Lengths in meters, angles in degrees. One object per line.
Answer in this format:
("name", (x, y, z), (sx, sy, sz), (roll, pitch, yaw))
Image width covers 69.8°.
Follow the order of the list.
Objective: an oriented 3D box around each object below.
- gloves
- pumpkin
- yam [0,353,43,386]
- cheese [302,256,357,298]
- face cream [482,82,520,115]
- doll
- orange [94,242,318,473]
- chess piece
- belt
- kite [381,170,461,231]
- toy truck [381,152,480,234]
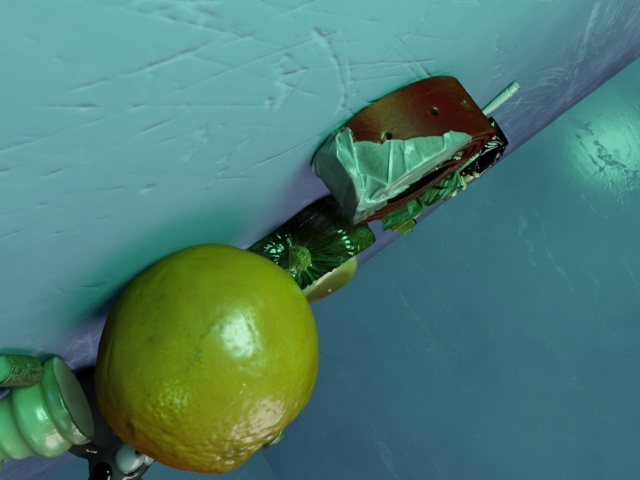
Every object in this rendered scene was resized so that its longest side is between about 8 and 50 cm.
("gloves", (0.380, -0.204, 1.175), (0.203, 0.124, 0.164), (-37, 152, 20))
("pumpkin", (-0.002, 0.001, 0.879), (0.248, 0.131, 0.126), (-33, 180, -38))
("yam", (-0.396, 0.169, 0.595), (0.043, 0.043, 0.094), (-32, 169, -14))
("cheese", (-0.016, 0.114, 1.377), (0.316, 0.128, 0.259), (-44, 165, 35))
("face cream", (0.394, -0.308, 1.028), (0.038, 0.020, 0.115), (-26, 170, -46))
("doll", (-0.403, 0.362, 0.868), (0.117, 0.257, 0.182), (-44, 169, 9))
("orange", (-0.149, 0.160, 0.644), (0.312, 0.312, 0.312), (-34, 171, -6))
("chess piece", (-0.481, 0.288, 0.657), (0.251, 0.145, 0.144), (-24, 167, -21))
("belt", (0.126, -0.129, 0.702), (0.323, 0.115, 0.227), (-26, 166, -40))
("kite", (0.176, -0.110, 0.893), (0.250, 0.012, 0.229), (13, -115, 54))
("toy truck", (0.233, -0.128, 1.000), (0.257, 0.127, 0.127), (-43, 177, 21))
